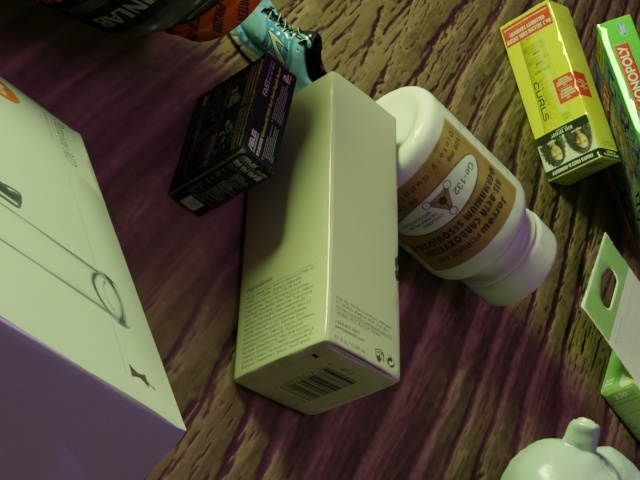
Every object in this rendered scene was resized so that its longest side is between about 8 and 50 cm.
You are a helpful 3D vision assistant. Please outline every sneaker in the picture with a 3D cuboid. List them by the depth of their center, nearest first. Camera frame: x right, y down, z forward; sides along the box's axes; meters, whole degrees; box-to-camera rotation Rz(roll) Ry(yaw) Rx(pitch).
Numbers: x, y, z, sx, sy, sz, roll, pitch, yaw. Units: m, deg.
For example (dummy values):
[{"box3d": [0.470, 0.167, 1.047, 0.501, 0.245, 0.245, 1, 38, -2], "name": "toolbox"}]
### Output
[{"box3d": [-0.031, -0.193, 1.074, 0.162, 0.073, 0.063, 57, 37, -9], "name": "sneaker"}]

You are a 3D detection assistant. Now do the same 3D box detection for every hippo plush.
[{"box3d": [0.240, 0.312, 1.031, 0.294, 0.234, 0.236, 14, 32, -52], "name": "hippo plush"}]

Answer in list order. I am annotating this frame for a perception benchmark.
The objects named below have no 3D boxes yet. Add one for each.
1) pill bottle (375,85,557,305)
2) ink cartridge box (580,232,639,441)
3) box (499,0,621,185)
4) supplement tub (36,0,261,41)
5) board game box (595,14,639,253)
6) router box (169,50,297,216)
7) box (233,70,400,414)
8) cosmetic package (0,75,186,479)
[{"box3d": [0.130, -0.036, 1.124, 0.229, 0.131, 0.131, 40, 42, -28], "name": "pill bottle"}, {"box3d": [0.386, 0.131, 1.396, 0.235, 0.056, 0.171, 50, 38, -12], "name": "ink cartridge box"}, {"box3d": [0.317, -0.196, 1.488, 0.058, 0.087, 0.232, 7, 64, -48], "name": "box"}, {"box3d": [-0.193, -0.281, 0.821, 0.338, 0.207, 0.207, 18, 55, -43], "name": "supplement tub"}, {"box3d": [0.411, -0.122, 1.456, 0.317, 0.046, 0.214, 54, 20, -67], "name": "board game box"}, {"box3d": [-0.072, -0.090, 0.945, 0.038, 0.092, 0.122, 38, 43, -30], "name": "router box"}, {"box3d": [0.000, 0.000, 0.963, 0.094, 0.113, 0.275, 31, 48, -36], "name": "box"}, {"box3d": [-0.234, -0.041, 0.558, 0.284, 0.097, 0.377, 40, 7, -31], "name": "cosmetic package"}]
